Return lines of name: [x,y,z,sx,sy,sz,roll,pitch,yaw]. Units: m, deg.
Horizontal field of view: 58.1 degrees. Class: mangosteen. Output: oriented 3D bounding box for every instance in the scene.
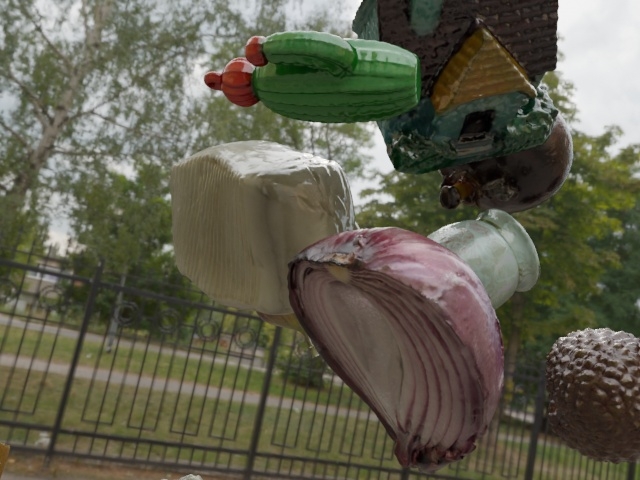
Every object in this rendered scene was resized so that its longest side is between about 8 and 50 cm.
mangosteen: [0.285,-0.131,0.975,0.235,0.261,0.235,40,-21,19]

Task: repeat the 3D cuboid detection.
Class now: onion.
onion: [0.090,0.108,0.578,0.120,0.283,0.227,-34,31,-31]

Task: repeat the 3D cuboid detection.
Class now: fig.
fig: [-0.070,0.190,1.527,0.231,0.160,0.143,53,4,-19]

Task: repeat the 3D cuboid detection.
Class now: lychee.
lychee: [0.550,0.279,1.057,0.271,0.271,0.271,11,-9,2]

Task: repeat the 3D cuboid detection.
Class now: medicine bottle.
medicine bottle: [0.236,0.039,0.884,0.143,0.147,0.147,-23,1,-17]

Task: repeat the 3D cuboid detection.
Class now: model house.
model house: [0.205,-0.266,0.777,0.280,0.230,0.249,-15,-25,-9]

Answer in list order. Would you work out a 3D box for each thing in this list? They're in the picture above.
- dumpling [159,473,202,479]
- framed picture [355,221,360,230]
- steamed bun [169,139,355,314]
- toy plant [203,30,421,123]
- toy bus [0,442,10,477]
dumpling: [-0.215,0.440,0.886,0.127,0.188,0.108,10,12,25]
framed picture: [0.000,0.000,1.584,0.240,0.324,0.020,-28,3,26]
steamed bun: [-0.075,-0.033,0.903,0.236,0.247,0.383,-9,11,-32]
toy plant: [-0.008,-0.180,0.632,0.240,0.088,0.154,9,-9,-9]
toy bus: [-0.530,0.380,0.811,0.114,0.201,0.098,0,-31,6]
